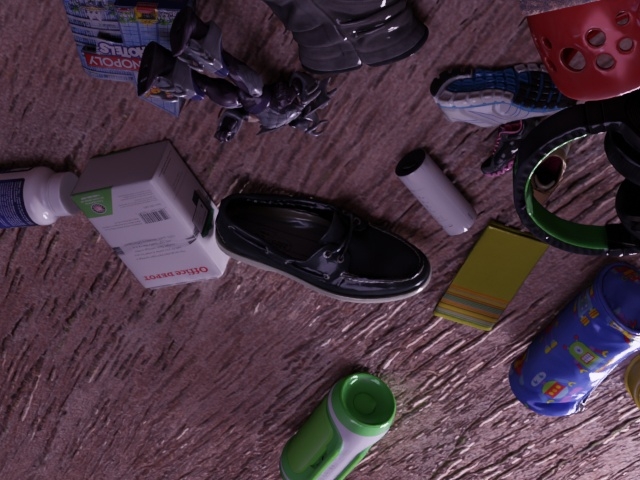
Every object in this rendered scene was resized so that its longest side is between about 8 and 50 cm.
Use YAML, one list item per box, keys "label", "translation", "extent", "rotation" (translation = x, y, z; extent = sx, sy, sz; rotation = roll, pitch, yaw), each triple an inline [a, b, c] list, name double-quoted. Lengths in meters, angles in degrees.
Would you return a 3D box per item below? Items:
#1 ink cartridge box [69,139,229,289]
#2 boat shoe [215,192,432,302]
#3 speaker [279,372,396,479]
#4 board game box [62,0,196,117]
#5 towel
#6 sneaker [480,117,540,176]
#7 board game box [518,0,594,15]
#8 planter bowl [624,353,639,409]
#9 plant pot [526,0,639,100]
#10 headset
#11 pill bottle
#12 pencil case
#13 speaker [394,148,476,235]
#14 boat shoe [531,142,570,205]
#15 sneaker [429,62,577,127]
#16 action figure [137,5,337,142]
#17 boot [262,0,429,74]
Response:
- label: "ink cartridge box"
  translation: [-0.256, -0.036, 2.013]
  extent: [0.160, 0.092, 0.219]
  rotation: [-9, 133, 28]
- label: "boat shoe"
  translation: [0.001, -0.004, 1.935]
  extent: [0.340, 0.127, 0.113]
  rotation: [19, 152, 13]
- label: "speaker"
  translation: [0.027, 0.353, 2.327]
  extent: [0.131, 0.131, 0.296]
  rotation: [25, 139, -8]
- label: "board game box"
  translation: [-0.253, -0.263, 1.783]
  extent: [0.194, 0.060, 0.194]
  rotation: [6, 138, 13]
- label: "towel"
  translation: [0.261, 0.057, 1.996]
  extent: [0.102, 0.021, 0.237]
  rotation: [17, 139, -8]
- label: "sneaker"
  translation: [0.257, -0.134, 1.766]
  extent: [0.057, 0.047, 0.119]
  rotation: [40, 128, -15]
- label: "board game box"
  translation: [0.245, -0.409, 1.264]
  extent: [0.141, 0.291, 0.232]
  rotation: [-8, 134, 27]
- label: "planter bowl"
  translation: [0.590, 0.262, 2.055]
  extent: [0.217, 0.090, 0.217]
  rotation: [10, 140, 9]
- label: "plant pot"
  translation: [0.319, -0.282, 1.469]
  extent: [0.191, 0.191, 0.174]
  rotation: [-17, 121, 34]
- label: "headset"
  translation: [0.445, -0.070, 1.656]
  extent: [0.394, 0.185, 0.243]
  rotation: [-9, 134, 13]
- label: "pill bottle"
  translation: [-0.466, -0.068, 2.050]
  extent: [0.169, 0.094, 0.094]
  rotation: [-3, 135, 23]
- label: "pencil case"
  translation: [0.407, 0.163, 1.982]
  extent: [0.133, 0.119, 0.306]
  rotation: [41, 140, 9]
- label: "speaker"
  translation: [0.166, -0.069, 1.857]
  extent: [0.055, 0.055, 0.136]
  rotation: [-20, 127, 36]
- label: "boat shoe"
  translation: [0.309, -0.090, 1.790]
  extent: [0.050, 0.045, 0.135]
  rotation: [14, 140, 4]
- label: "sneaker"
  translation: [0.245, -0.183, 1.703]
  extent: [0.191, 0.071, 0.083]
  rotation: [5, 150, 20]
- label: "action figure"
  translation: [-0.104, -0.198, 1.743]
  extent: [0.285, 0.099, 0.185]
  rotation: [24, 139, -36]
- label: "boot"
  translation: [-0.048, -0.297, 1.637]
  extent: [0.338, 0.118, 0.222]
  rotation: [3, 143, 23]
